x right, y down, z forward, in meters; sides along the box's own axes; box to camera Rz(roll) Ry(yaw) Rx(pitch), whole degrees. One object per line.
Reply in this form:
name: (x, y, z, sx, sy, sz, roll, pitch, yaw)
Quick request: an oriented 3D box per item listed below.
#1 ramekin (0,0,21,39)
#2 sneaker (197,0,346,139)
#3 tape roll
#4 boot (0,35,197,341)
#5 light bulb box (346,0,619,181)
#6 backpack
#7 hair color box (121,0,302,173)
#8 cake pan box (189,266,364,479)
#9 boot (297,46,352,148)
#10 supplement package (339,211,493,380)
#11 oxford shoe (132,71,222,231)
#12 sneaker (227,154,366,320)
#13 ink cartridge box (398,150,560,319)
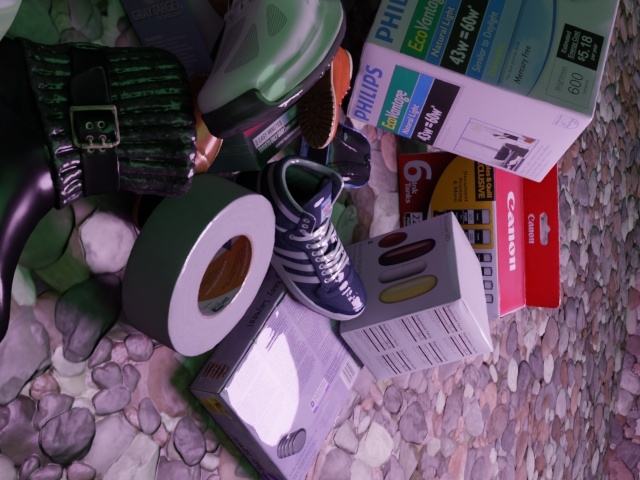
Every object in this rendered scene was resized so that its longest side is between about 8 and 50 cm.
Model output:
ramekin: (-0.358, -0.256, 0.545, 0.148, 0.303, 0.304, -31, 115, -56)
sneaker: (-0.086, -0.336, 0.844, 0.257, 0.169, 0.448, 46, 48, -31)
tape roll: (-0.145, 0.031, 0.924, 0.219, 0.072, 0.219, -49, 154, -35)
boot: (-0.258, -0.046, 0.754, 0.260, 0.131, 0.348, 4, 87, -37)
light bulb box: (0.274, -0.344, 1.252, 0.225, 0.360, 0.358, 104, 5, -67)
backpack: (0.024, -0.135, 1.199, 0.114, 0.084, 0.105, 9, 84, -47)
hair color box: (-0.136, -0.295, 0.968, 0.185, 0.113, 0.375, -48, 126, -40)
cake pan box: (-0.049, 0.197, 1.127, 0.267, 0.070, 0.246, -58, 134, -33)
boot: (0.014, -0.201, 1.028, 0.084, 0.059, 0.158, 8, 83, -57)
supplement package: (0.155, 0.093, 1.228, 0.149, 0.203, 0.194, 54, 27, -38)
oxford shoe: (-0.167, -0.101, 0.896, 0.076, 0.076, 0.212, 21, 97, -8)
sneaker: (0.000, 0.000, 1.036, 0.282, 0.153, 0.099, 48, 52, -18)
ink cartridge box: (0.297, -0.018, 1.400, 0.130, 0.271, 0.310, -10, 98, -52)
